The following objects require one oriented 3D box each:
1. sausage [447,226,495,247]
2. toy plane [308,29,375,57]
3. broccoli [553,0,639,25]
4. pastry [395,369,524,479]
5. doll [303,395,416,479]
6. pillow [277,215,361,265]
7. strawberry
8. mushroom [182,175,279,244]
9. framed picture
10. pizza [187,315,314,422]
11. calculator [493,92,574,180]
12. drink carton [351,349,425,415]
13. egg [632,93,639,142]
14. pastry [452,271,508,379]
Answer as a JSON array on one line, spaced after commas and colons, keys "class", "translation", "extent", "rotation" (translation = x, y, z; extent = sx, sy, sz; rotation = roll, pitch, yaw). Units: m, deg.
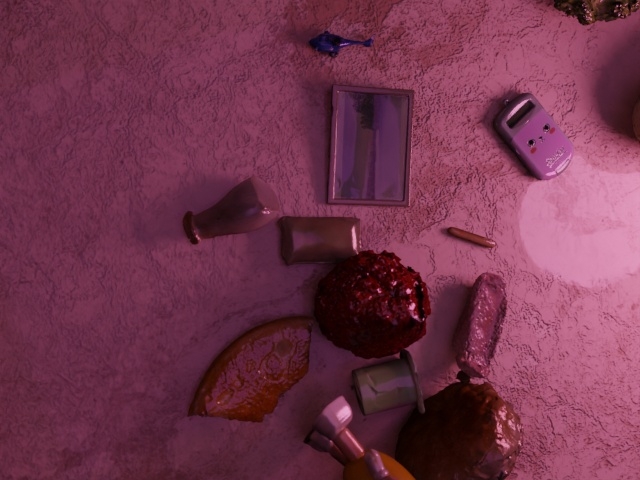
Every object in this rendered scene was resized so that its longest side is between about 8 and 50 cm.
[{"class": "sausage", "translation": [0.384, -0.008, 1.810], "extent": [0.132, 0.024, 0.024], "rotation": [17, 85, -13]}, {"class": "toy plane", "translation": [0.052, -0.484, 1.730], "extent": [0.167, 0.054, 0.062], "rotation": [-2, 64, -13]}, {"class": "broccoli", "translation": [0.708, -0.686, 1.804], "extent": [0.288, 0.235, 0.260], "rotation": [-55, 135, -17]}, {"class": "pastry", "translation": [0.320, 0.463, 1.644], "extent": [0.329, 0.329, 0.136], "rotation": [-40, 107, -11]}, {"class": "doll", "translation": [0.112, 0.543, 1.571], "extent": [0.161, 0.348, 0.423], "rotation": [-35, 97, -19]}, {"class": "pillow", "translation": [0.000, 0.000, 1.703], "extent": [0.208, 0.053, 0.119], "rotation": [-1, 92, -17]}, {"class": "strawberry", "translation": [0.133, 0.152, 1.648], "extent": [0.274, 0.220, 0.274], "rotation": [-1, 92, -16]}, {"class": "mushroom", "translation": [-0.203, -0.057, 1.644], "extent": [0.225, 0.093, 0.116], "rotation": [-32, 81, -3]}, {"class": "framed picture", "translation": [0.124, -0.229, 1.740], "extent": [0.213, 0.016, 0.289], "rotation": [1, 95, -13]}, {"class": "pizza", "translation": [-0.146, 0.306, 1.653], "extent": [0.365, 0.074, 0.182], "rotation": [-43, 97, -11]}, {"class": "calculator", "translation": [0.552, -0.271, 1.845], "extent": [0.141, 0.045, 0.246], "rotation": [-42, 97, -11]}, {"class": "drink carton", "translation": [0.155, 0.345, 1.696], "extent": [0.142, 0.146, 0.144], "rotation": [-11, 91, -5]}, {"class": "egg", "translation": [0.987, -0.349, 1.829], "extent": [0.379, 0.287, 0.288], "rotation": [-18, 93, 1]}, {"class": "pastry", "translation": [0.397, 0.214, 1.770], "extent": [0.103, 0.112, 0.265], "rotation": [20, 73, -1]}]
